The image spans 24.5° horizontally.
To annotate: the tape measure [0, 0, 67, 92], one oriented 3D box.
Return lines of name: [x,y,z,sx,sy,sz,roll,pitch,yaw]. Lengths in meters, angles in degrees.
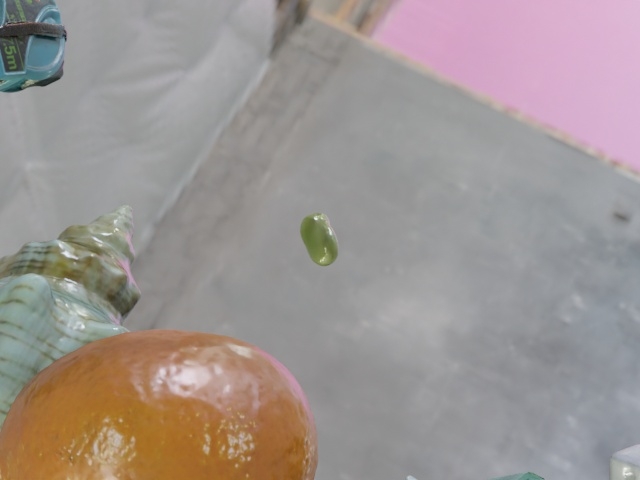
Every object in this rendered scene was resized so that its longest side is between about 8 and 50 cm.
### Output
tape measure: [-0.329,-0.221,1.548,0.081,0.125,0.146,-20,-4,33]

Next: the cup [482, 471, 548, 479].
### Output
cup: [0.260,0.383,1.988,0.134,0.148,0.235,-38,-5,-13]

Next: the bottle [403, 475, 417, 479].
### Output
bottle: [0.031,0.331,1.527,0.217,0.060,0.060,-49,-8,11]

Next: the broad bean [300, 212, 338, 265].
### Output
broad bean: [0.000,0.000,2.099,0.045,0.083,0.063,0,-40,-31]

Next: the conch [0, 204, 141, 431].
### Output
conch: [-0.237,0.107,1.278,0.386,0.170,0.203,-80,-21,-44]

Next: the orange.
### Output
orange: [-0.109,0.155,0.996,0.224,0.224,0.170,88,176,-68]

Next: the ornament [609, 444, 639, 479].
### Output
ornament: [0.400,0.281,1.184,0.240,0.240,0.239,-13,-74,-34]
